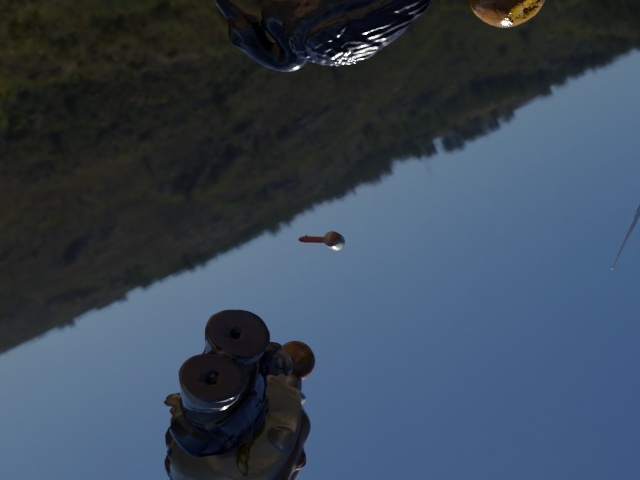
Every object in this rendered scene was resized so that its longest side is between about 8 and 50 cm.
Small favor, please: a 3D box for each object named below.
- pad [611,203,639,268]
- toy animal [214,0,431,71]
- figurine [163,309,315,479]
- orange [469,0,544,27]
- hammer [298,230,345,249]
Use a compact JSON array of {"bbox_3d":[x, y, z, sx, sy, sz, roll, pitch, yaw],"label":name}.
[{"bbox_3d":[0.366,-0.071,1.233,0.190,0.004,0.127,-56,163,-28],"label":"pad"},{"bbox_3d":[0.019,-0.276,1.227,0.298,0.185,0.122,-8,-148,21],"label":"toy animal"},{"bbox_3d":[-0.080,0.164,0.981,0.133,0.194,0.274,17,172,13],"label":"figurine"},{"bbox_3d":[0.194,-0.260,1.173,0.083,0.070,0.083,-29,150,-19],"label":"orange"},{"bbox_3d":[0.000,0.000,2.025,0.083,0.031,0.052,1,169,19],"label":"hammer"}]
